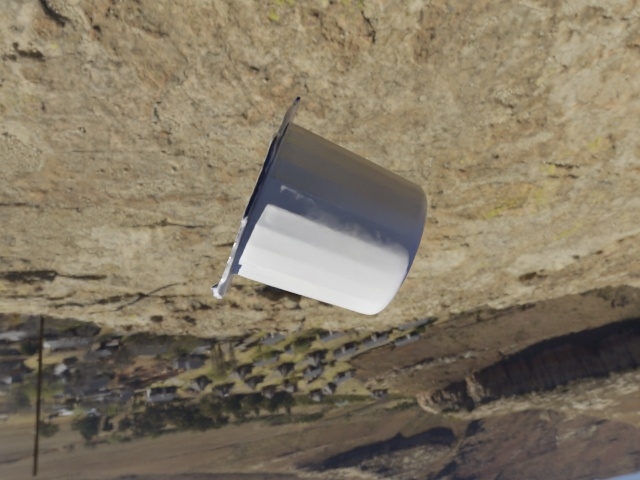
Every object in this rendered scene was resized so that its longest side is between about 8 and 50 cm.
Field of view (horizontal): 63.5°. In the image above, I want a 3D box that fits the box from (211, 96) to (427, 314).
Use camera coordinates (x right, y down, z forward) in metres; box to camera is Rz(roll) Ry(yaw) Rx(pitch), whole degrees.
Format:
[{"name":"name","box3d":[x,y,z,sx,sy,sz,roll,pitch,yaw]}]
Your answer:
[{"name":"box","box3d":[0.000,0.000,0.670,0.206,0.262,0.291,21,121,-4]}]
